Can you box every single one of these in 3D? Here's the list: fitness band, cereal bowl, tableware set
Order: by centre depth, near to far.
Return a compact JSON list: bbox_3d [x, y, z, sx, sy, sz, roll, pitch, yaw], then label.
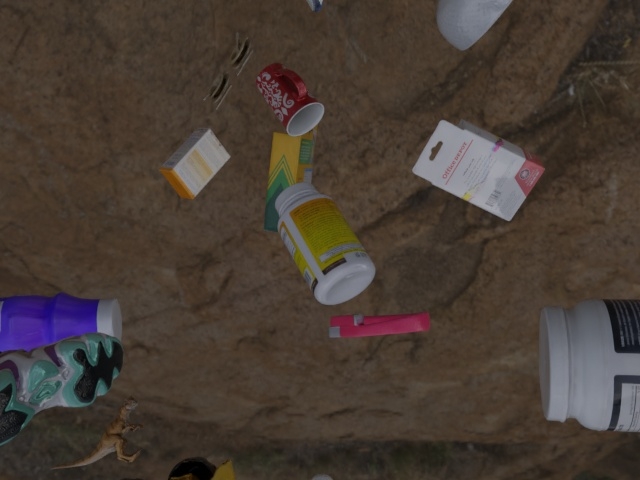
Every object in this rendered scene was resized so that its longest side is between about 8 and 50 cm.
[{"bbox_3d":[0.386,-0.633,1.661,0.141,0.339,0.339,34,124,-9],"label":"cereal bowl"},{"bbox_3d":[0.141,0.203,1.706,0.209,0.054,0.291,-2,174,-24],"label":"fitness band"},{"bbox_3d":[-0.247,-0.451,1.825,0.039,0.128,0.194,26,112,-27],"label":"tableware set"}]

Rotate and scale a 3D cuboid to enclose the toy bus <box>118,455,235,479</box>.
[{"bbox_3d":[-0.188,0.386,0.818,0.220,0.211,0.149,-22,174,8],"label":"toy bus"}]

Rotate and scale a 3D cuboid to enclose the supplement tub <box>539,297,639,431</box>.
[{"bbox_3d":[0.463,0.178,0.998,0.272,0.191,0.191,0,133,12],"label":"supplement tub"}]

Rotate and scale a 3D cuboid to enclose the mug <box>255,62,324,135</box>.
[{"bbox_3d":[-0.075,-0.377,1.767,0.113,0.169,0.150,-13,148,-44],"label":"mug"}]

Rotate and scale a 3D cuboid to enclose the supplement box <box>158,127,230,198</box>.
[{"bbox_3d":[-0.195,-0.121,1.081,0.036,0.098,0.062,11,145,45],"label":"supplement box"}]

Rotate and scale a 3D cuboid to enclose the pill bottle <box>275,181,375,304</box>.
[{"bbox_3d":[0.000,0.000,1.235,0.117,0.215,0.117,-23,150,-14],"label":"pill bottle"}]

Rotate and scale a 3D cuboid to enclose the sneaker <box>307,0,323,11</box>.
[{"bbox_3d":[-0.046,-0.388,1.009,0.058,0.052,0.135,-33,97,-8],"label":"sneaker"}]

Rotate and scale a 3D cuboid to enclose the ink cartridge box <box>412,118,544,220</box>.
[{"bbox_3d":[0.271,-0.132,1.217,0.198,0.067,0.115,26,117,-6],"label":"ink cartridge box"}]

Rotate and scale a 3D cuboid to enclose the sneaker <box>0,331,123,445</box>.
[{"bbox_3d":[-0.152,0.063,0.343,0.069,0.098,0.038,12,103,27],"label":"sneaker"}]

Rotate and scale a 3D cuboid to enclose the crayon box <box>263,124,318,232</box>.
[{"bbox_3d":[-0.081,-0.189,1.962,0.083,0.203,0.322,9,97,11],"label":"crayon box"}]

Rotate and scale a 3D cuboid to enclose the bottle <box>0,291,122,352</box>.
[{"bbox_3d":[-0.415,0.120,0.932,0.283,0.092,0.118,-4,169,-4],"label":"bottle"}]

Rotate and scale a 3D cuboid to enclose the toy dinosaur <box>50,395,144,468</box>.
[{"bbox_3d":[-0.415,0.401,1.380,0.112,0.064,0.211,40,91,3],"label":"toy dinosaur"}]

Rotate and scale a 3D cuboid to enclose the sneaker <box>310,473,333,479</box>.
[{"bbox_3d":[-0.006,0.589,1.410,0.085,0.237,0.086,9,146,3],"label":"sneaker"}]
